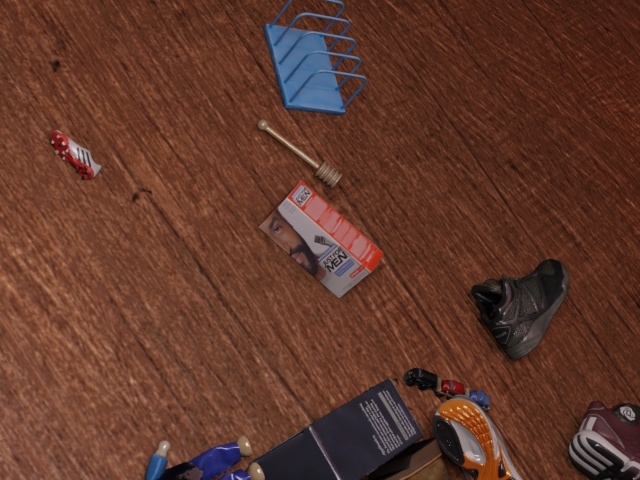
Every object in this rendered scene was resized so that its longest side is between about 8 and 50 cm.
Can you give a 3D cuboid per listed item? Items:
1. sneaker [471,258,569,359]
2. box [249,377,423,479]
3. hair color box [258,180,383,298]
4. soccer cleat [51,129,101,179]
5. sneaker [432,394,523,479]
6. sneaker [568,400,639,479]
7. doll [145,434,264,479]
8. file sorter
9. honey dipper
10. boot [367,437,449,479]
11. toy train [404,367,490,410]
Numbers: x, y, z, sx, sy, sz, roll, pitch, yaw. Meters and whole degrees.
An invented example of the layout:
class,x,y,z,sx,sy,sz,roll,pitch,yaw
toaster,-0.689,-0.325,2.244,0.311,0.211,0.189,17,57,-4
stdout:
class,x,y,z,sx,sy,sz,roll,pitch,yaw
sneaker,0.339,0.082,1.711,0.130,0.087,0.227,47,51,-9
box,0.020,0.272,1.318,0.158,0.156,0.093,-22,77,-42
hair color box,0.000,0.000,1.524,0.167,0.093,0.053,42,46,-4
soccer cleat,-0.340,-0.122,1.411,0.083,0.029,0.035,47,37,-4
sneaker,0.253,0.340,1.483,0.262,0.099,0.121,67,15,-1
sneaker,0.543,0.360,1.665,0.281,0.106,0.162,39,44,-7
doll,-0.165,0.303,1.243,0.189,0.046,0.129,-22,85,-35
file sorter,-0.006,-0.316,1.717,0.118,0.104,0.170,2,61,-33
honey dipper,-0.036,-0.144,1.638,0.161,0.030,0.030,38,47,-5
boot,0.076,0.370,1.336,0.305,0.112,0.115,-19,85,-43
toy train,0.201,0.228,1.554,0.158,0.036,0.027,23,51,-22
